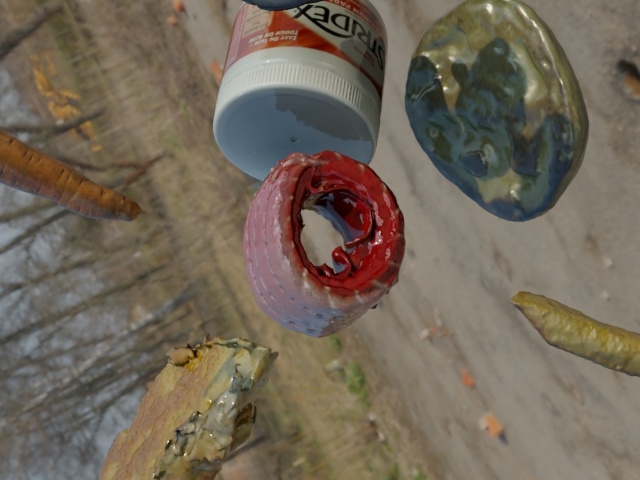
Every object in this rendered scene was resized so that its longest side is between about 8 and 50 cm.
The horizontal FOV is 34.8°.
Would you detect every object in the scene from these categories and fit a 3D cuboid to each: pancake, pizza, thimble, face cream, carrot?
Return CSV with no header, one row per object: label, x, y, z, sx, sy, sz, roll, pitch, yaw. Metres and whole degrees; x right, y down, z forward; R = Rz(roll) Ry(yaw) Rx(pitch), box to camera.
pancake,0.221,-0.165,1.283,0.294,0.049,0.295,27,126,46
pizza,-0.124,0.180,0.894,0.071,0.297,0.189,25,-157,-18
thimble,0.004,0.006,1.137,0.125,0.163,0.190,137,130,-62
face cream,-0.021,-0.194,1.260,0.201,0.201,0.187,75,-162,-54
carrot,-0.315,-0.074,1.149,0.247,0.059,0.059,26,180,-15

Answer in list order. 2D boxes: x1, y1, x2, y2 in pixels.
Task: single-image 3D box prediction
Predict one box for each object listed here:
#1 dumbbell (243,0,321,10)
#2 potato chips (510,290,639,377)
dumbbell,-0.029,-0.297,0.980,0.143,0.143,0.325,65,-165,-10
potato chips,0.410,0.131,1.147,0.057,0.406,0.080,-61,-18,-64
